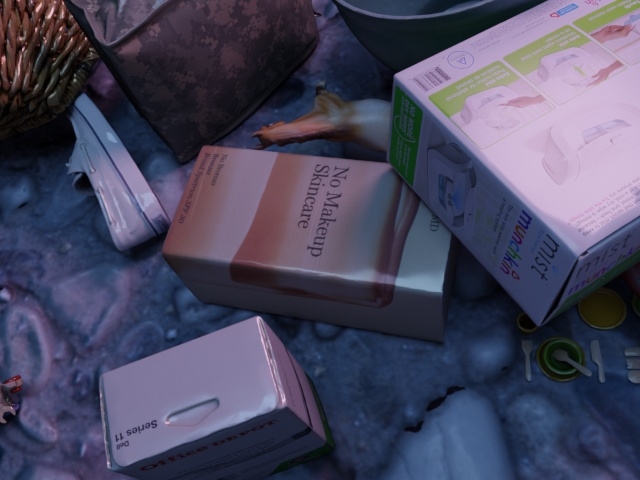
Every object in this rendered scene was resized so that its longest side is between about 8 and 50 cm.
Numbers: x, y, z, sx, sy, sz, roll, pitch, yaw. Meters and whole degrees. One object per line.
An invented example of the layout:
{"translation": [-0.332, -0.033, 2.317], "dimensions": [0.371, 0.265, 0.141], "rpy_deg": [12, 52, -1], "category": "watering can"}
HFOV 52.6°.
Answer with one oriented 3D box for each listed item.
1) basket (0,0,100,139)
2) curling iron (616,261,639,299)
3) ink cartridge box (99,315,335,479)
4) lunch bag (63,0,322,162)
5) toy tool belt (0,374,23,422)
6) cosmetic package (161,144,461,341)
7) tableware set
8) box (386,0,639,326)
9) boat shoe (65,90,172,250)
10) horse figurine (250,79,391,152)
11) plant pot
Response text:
{"translation": [-0.446, -0.246, 0.912], "dimensions": [0.299, 0.223, 0.213], "rpy_deg": [4, 96, 35], "category": "basket"}
{"translation": [0.314, 0.042, 0.651], "dimensions": [0.035, 0.068, 0.273], "rpy_deg": [-17, 49, 1], "category": "curling iron"}
{"translation": [-0.086, 0.164, 0.603], "dimensions": [0.153, 0.208, 0.086], "rpy_deg": [-20, 61, 1], "category": "ink cartridge box"}
{"translation": [-0.140, -0.285, 0.830], "dimensions": [0.287, 0.235, 0.169], "rpy_deg": [-37, 62, -8], "category": "lunch bag"}
{"translation": [-0.374, 0.194, 0.748], "dimensions": [0.083, 0.052, 0.051], "rpy_deg": [-23, 92, 3], "category": "toy tool belt"}
{"translation": [0.000, 0.000, 0.714], "dimensions": [0.297, 0.129, 0.153], "rpy_deg": [7, 63, 15], "category": "cosmetic package"}
{"translation": [0.282, 0.093, 0.666], "dimensions": [0.154, 0.024, 0.103], "rpy_deg": [-3, 62, 11], "category": "tableware set"}
{"translation": [0.233, -0.095, 0.588], "dimensions": [0.262, 0.126, 0.231], "rpy_deg": [-29, 61, -16], "category": "box"}
{"translation": [-0.289, -0.096, 0.846], "dimensions": [0.084, 0.095, 0.258], "rpy_deg": [-33, 60, -10], "category": "boat shoe"}
{"translation": [0.071, -0.137, 0.761], "dimensions": [0.264, 0.066, 0.174], "rpy_deg": [13, 27, 9], "category": "horse figurine"}
{"translation": [0.165, -0.290, 0.746], "dimensions": [0.293, 0.196, 0.292], "rpy_deg": [-11, 58, 18], "category": "plant pot"}
